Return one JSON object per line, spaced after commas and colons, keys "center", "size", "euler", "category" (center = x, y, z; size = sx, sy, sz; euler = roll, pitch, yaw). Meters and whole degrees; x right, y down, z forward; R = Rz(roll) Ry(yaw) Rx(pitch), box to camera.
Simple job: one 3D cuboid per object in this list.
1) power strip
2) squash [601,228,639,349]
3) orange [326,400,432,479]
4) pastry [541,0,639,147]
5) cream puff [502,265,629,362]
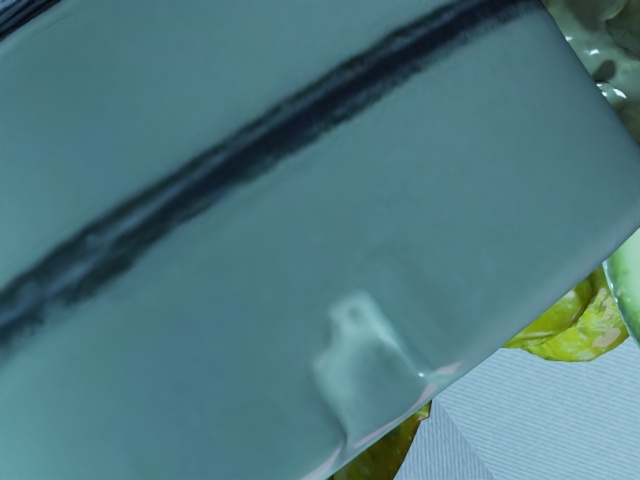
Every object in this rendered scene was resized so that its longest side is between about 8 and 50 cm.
{"center": [-0.057, 0.017, 0.696], "size": [0.357, 0.161, 0.357], "euler": [-36, 178, -1], "category": "power strip"}
{"center": [0.297, -0.080, 1.267], "size": [0.263, 0.263, 0.384], "euler": [-37, -162, 16], "category": "squash"}
{"center": [-0.039, 0.107, 1.507], "size": [0.210, 0.271, 0.369], "euler": [3, 168, 14], "category": "orange"}
{"center": [0.166, -0.142, 0.957], "size": [0.329, 0.136, 0.329], "euler": [-36, -177, 2], "category": "pastry"}
{"center": [0.130, -0.011, 1.452], "size": [0.185, 0.282, 0.282], "euler": [-45, 174, 25], "category": "cream puff"}
